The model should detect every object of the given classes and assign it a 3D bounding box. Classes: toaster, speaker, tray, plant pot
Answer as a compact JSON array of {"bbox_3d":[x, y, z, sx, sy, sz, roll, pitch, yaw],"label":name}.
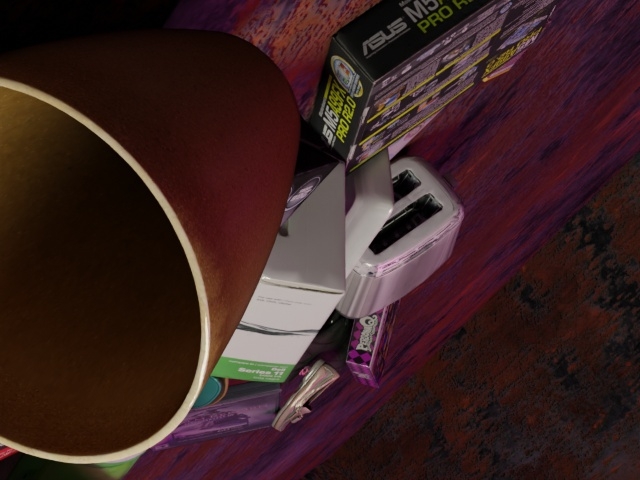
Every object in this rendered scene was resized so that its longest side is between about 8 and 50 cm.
[{"bbox_3d":[0.073,-0.004,1.730,0.227,0.129,0.146,-33,163,-22],"label":"toaster"},{"bbox_3d":[-0.275,0.238,1.538,0.131,0.131,0.296,-29,164,-42],"label":"speaker"},{"bbox_3d":[0.000,0.000,1.483,0.030,0.145,0.270,15,133,-20],"label":"tray"},{"bbox_3d":[-0.114,-0.032,0.865,0.237,0.237,0.254,-49,178,37],"label":"plant pot"}]

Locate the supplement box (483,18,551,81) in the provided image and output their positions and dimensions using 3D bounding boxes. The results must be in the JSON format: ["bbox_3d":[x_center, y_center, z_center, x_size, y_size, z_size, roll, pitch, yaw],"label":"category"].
[{"bbox_3d":[0.199,-0.218,1.523,0.055,0.043,0.083,-27,164,-46],"label":"supplement box"}]

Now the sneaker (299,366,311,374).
[{"bbox_3d":[-0.034,0.203,2.330,0.119,0.057,0.047,-32,168,-30],"label":"sneaker"}]

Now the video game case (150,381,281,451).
[{"bbox_3d":[-0.154,0.249,2.004,0.196,0.026,0.274,-11,165,-6],"label":"video game case"}]

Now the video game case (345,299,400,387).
[{"bbox_3d":[0.087,0.098,2.070,0.232,0.042,0.210,69,36,-75],"label":"video game case"}]

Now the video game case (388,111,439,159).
[{"bbox_3d":[0.077,-0.123,1.558,0.143,0.019,0.157,-44,168,21],"label":"video game case"}]

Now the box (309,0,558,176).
[{"bbox_3d":[0.117,-0.190,1.335,0.270,0.060,0.216,-36,168,-17],"label":"box"}]

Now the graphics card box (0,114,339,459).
[{"bbox_3d":[-0.171,0.038,1.203,0.371,0.094,0.233,-48,166,30],"label":"graphics card box"}]

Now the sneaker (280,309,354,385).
[{"bbox_3d":[0.002,0.124,2.041,0.130,0.109,0.286,-50,166,25],"label":"sneaker"}]

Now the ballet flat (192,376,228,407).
[{"bbox_3d":[-0.130,0.141,1.762,0.073,0.080,0.232,-51,177,-32],"label":"ballet flat"}]

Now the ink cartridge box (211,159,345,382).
[{"bbox_3d":[-0.045,0.027,1.378,0.087,0.153,0.208,9,150,-14],"label":"ink cartridge box"}]

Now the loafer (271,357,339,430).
[{"bbox_3d":[-0.021,0.224,1.996,0.125,0.039,0.045,-55,171,13],"label":"loafer"}]
